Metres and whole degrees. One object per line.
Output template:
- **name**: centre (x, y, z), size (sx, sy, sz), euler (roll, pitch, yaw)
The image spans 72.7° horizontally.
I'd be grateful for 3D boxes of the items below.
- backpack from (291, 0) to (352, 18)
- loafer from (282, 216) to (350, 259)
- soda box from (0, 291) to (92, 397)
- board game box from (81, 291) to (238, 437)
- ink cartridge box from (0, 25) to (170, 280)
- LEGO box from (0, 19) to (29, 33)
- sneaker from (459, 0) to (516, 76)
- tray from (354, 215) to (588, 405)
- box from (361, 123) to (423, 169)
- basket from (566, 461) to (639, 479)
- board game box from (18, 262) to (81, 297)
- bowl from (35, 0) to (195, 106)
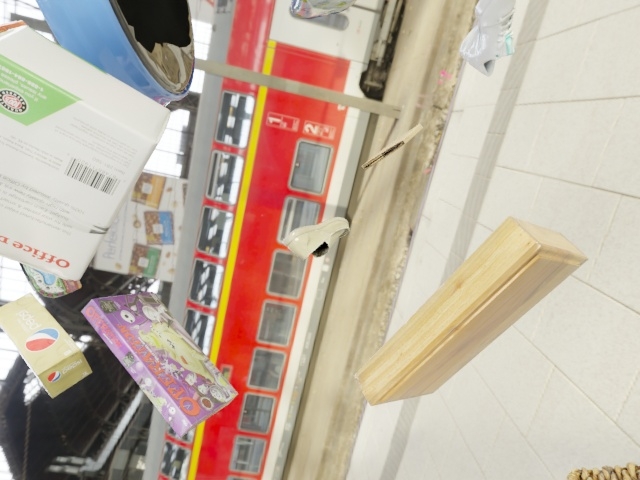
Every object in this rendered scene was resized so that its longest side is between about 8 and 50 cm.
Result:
- **backpack**: centre (0.010, -0.696, 1.073), size (0.355, 0.291, 0.273), euler (-123, 13, -57)
- **loafer**: centre (0.000, 0.000, 1.301), size (0.102, 0.269, 0.092), euler (-38, 77, 42)
- **soda box**: centre (-0.430, 0.155, 0.669), size (0.061, 0.181, 0.058), euler (-35, -41, -36)
- **board game box**: centre (-0.356, 0.261, 0.991), size (0.056, 0.347, 0.208), euler (-47, -12, 14)
- **ink cartridge box**: centre (-0.290, -0.080, 0.471), size (0.219, 0.160, 0.092), euler (-47, 29, 25)
- **LEGO box**: centre (-0.758, -0.177, 0.801), size (0.373, 0.193, 0.500), euler (-21, 26, 29)
- **sneaker**: centre (0.331, -0.389, 0.805), size (0.094, 0.080, 0.212), euler (59, 177, 12)
- **tray**: centre (0.259, 0.145, 0.779), size (0.410, 0.203, 0.076), euler (-55, 48, 27)
- **box**: centre (0.236, -0.304, 1.410), size (0.165, 0.021, 0.201), euler (-30, 9, 38)
- **basket**: centre (0.405, 0.380, 0.444), size (0.299, 0.223, 0.213), euler (5, -115, -62)
- **board game box**: centre (-0.510, 0.014, 0.775), size (0.194, 0.060, 0.194), euler (69, 162, -6)
- **bowl**: centre (-0.278, -0.384, 0.618), size (0.391, 0.077, 0.390), euler (-8, -90, -86)
